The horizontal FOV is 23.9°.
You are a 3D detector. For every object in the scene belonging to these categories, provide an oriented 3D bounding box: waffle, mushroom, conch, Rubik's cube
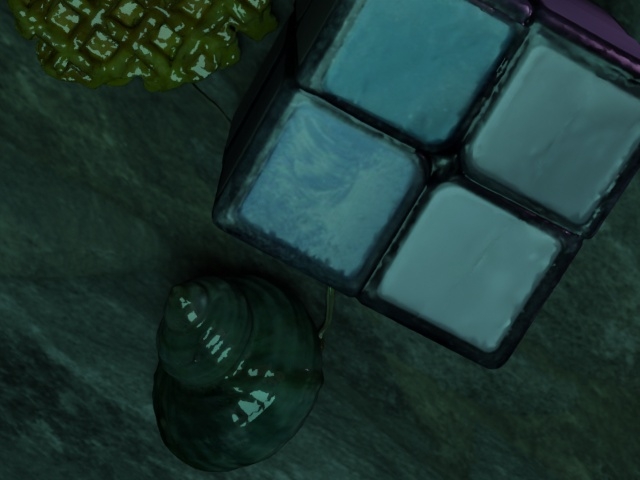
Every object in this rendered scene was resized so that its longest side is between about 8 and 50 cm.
[{"bbox_3d":[-0.185,-0.301,1.499,0.302,0.068,0.325,-5,114,3],"label":"waffle"},{"bbox_3d":[0.004,-0.002,1.666,0.026,0.028,0.286,25,122,37],"label":"mushroom"},{"bbox_3d":[-0.102,0.137,1.661,0.220,0.195,0.277,11,146,27],"label":"conch"},{"bbox_3d":[0.103,-0.120,1.433,0.318,0.316,0.313,28,108,-9],"label":"Rubik's cube"}]
